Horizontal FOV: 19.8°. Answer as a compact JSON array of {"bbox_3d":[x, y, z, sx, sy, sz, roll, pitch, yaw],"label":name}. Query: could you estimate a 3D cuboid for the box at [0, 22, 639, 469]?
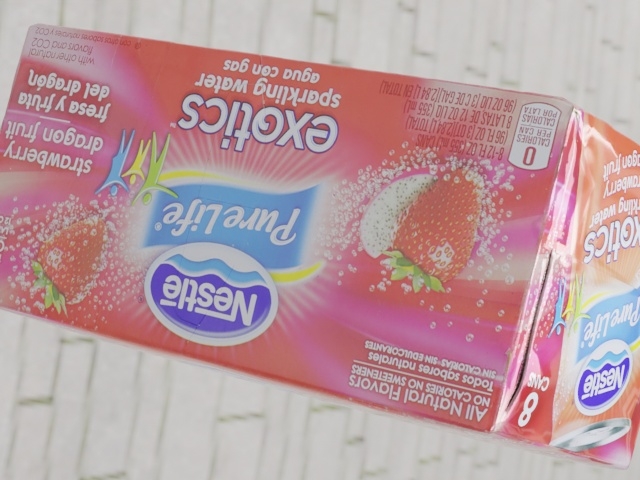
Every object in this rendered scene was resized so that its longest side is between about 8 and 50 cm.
[{"bbox_3d":[0.000,0.000,0.729,0.128,0.256,0.123,22,81,-57],"label":"box"}]
